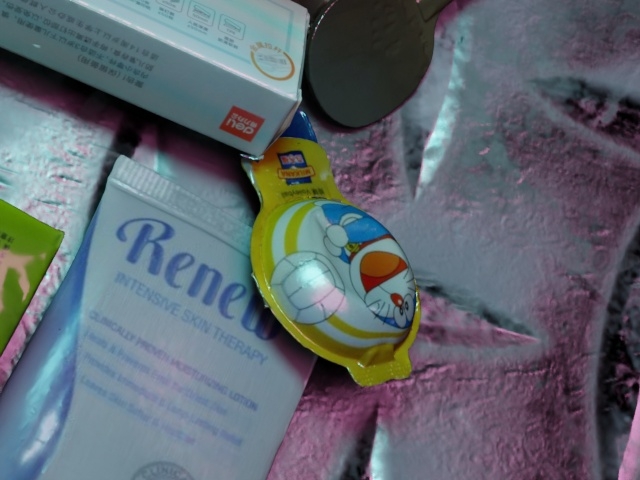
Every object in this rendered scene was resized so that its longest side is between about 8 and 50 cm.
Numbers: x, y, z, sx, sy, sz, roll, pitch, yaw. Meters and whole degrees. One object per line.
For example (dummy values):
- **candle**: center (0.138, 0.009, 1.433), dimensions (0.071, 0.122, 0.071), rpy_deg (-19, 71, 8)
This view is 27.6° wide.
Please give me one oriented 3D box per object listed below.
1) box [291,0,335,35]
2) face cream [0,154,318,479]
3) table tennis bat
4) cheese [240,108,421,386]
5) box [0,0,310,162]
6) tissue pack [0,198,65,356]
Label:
- **box**: center (0.011, -0.257, 1.188), dimensions (0.122, 0.062, 0.089), rpy_deg (-39, 94, -26)
- **face cream**: center (-0.140, 0.149, 1.017), dimensions (0.235, 0.137, 0.420), rpy_deg (30, 56, -12)
- **table tennis bat**: center (0.075, -0.198, 1.194), dimensions (0.234, 0.022, 0.131), rpy_deg (-41, 126, -23)
- **cheese**: center (0.000, 0.000, 1.106), dimensions (0.177, 0.069, 0.270), rpy_deg (-7, 64, -42)
- **box**: center (-0.141, -0.179, 1.071), dimensions (0.269, 0.079, 0.135), rpy_deg (22, 43, -16)
- **tissue pack**: center (-0.354, 0.024, 0.911), dimensions (0.275, 0.167, 0.200), rpy_deg (30, 70, -15)
